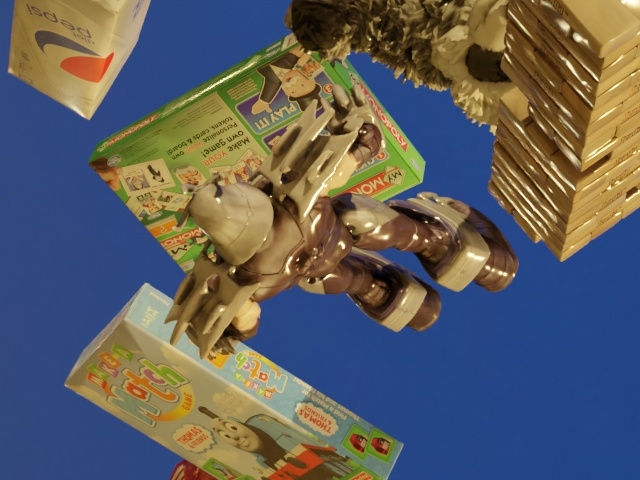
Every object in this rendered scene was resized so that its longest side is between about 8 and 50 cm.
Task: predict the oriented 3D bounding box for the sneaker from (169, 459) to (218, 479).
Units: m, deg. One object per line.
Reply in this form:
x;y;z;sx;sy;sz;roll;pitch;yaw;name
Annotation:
-0.105;0.265;2.058;0.128;0.221;0.087;27;-30;55;sneaker

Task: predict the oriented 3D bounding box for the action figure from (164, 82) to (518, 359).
0.000;0.000;1.036;0.185;0.285;0.099;-46;-120;18;action figure

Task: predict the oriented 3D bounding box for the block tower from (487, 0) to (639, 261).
0.183;-0.100;1.149;0.091;0.097;0.335;51;-11;20;block tower

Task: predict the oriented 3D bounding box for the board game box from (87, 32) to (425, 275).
-0.073;-0.087;1.890;0.317;0.046;0.213;-26;-62;26;board game box

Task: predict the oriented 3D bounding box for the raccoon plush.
0.157;-0.234;1.656;0.299;0.446;0.216;31;-73;1;raccoon plush

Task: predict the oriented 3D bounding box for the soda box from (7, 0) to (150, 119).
-0.201;-0.202;1.441;0.091;0.098;0.286;30;-18;-4;soda box

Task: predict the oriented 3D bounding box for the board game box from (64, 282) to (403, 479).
-0.067;0.123;1.206;0.211;0.039;0.160;33;-30;-8;board game box
